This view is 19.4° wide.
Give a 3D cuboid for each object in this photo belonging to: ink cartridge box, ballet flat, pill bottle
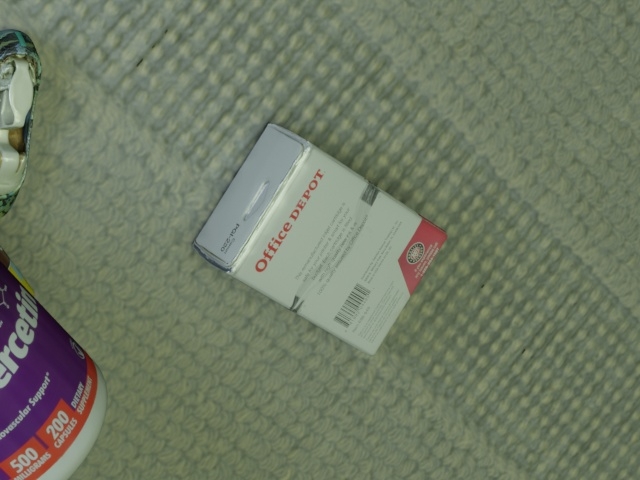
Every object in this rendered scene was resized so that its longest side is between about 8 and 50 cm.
[{"bbox_3d":[0.000,0.000,1.955,0.218,0.092,0.158,32,90,-37],"label":"ink cartridge box"},{"bbox_3d":[-0.298,-0.102,1.757,0.070,0.070,0.188,-2,109,-30],"label":"ballet flat"},{"bbox_3d":[-0.337,0.082,1.602,0.181,0.181,0.323,-45,126,-9],"label":"pill bottle"}]

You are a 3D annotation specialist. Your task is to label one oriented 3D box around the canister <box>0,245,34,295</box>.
[{"bbox_3d":[-0.346,-0.005,1.729,0.073,0.126,0.170,-40,125,-13],"label":"canister"}]
